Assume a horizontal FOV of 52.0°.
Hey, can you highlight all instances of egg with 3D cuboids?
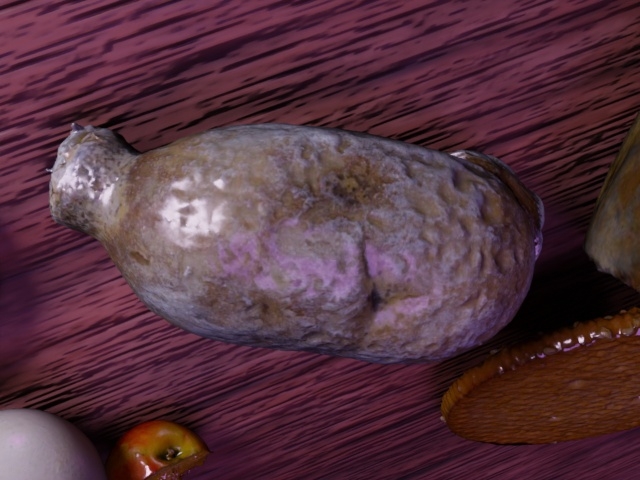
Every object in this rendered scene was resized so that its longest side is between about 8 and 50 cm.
[{"bbox_3d":[-0.247,0.225,0.519,0.151,0.151,0.209,6,129,-24],"label":"egg"}]

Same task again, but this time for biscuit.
[{"bbox_3d":[0.272,0.146,0.671,0.305,0.038,0.305,-5,145,-3],"label":"biscuit"}]

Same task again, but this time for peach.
[{"bbox_3d":[-0.152,0.197,0.592,0.098,0.061,0.098,-28,160,-11],"label":"peach"}]

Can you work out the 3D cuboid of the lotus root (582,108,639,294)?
[{"bbox_3d":[0.367,-0.084,0.477,0.250,0.250,0.346,15,116,-28],"label":"lotus root"}]

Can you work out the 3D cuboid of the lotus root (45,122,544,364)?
[{"bbox_3d":[0.000,0.003,0.443,0.349,0.175,0.175,5,122,-20],"label":"lotus root"}]
